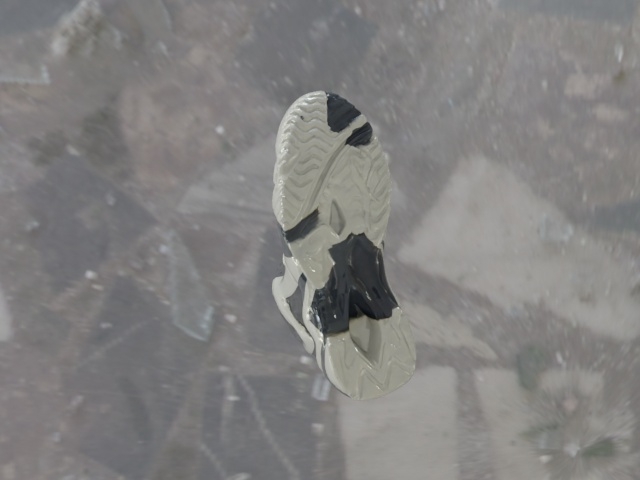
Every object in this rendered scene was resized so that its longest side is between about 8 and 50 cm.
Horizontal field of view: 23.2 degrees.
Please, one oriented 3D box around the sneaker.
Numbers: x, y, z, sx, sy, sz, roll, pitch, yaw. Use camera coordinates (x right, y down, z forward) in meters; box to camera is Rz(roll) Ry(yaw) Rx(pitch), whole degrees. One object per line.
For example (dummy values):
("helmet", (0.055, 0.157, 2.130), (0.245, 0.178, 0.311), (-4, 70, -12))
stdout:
("sneaker", (0.000, 0.000, 1.212), (0.094, 0.153, 0.235), (-22, 102, -17))
